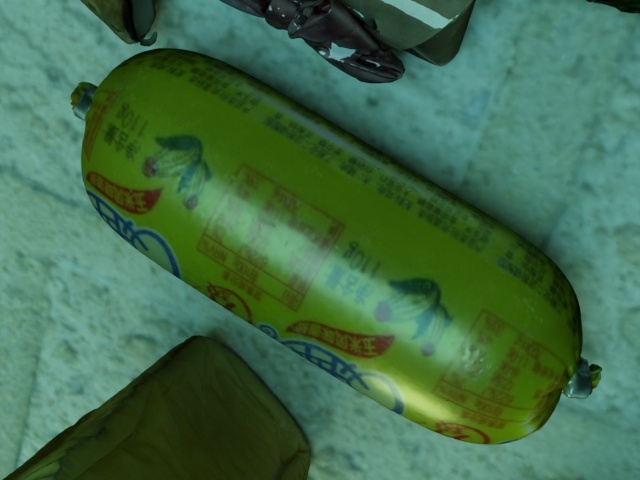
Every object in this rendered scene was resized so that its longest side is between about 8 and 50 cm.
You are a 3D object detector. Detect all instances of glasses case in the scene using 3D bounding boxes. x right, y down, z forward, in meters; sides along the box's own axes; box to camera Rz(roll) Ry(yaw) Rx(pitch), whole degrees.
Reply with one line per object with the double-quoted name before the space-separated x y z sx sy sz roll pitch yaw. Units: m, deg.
"glasses case" -0.016 -0.137 0.528 0.193 0.102 0.070 29 69 9

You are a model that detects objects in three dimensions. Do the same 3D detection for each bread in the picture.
"bread" -0.095 0.162 0.547 0.119 0.288 0.152 -42 91 15

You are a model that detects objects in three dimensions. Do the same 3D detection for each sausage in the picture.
"sausage" 0.000 0.000 0.546 0.347 0.123 0.123 31 114 7

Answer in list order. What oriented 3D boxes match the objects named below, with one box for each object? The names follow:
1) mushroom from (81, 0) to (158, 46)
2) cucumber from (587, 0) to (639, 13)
"mushroom" -0.130 -0.222 0.552 0.094 0.072 0.210 20 112 22
"cucumber" 0.176 -0.140 0.476 0.293 0.067 0.068 21 112 11
